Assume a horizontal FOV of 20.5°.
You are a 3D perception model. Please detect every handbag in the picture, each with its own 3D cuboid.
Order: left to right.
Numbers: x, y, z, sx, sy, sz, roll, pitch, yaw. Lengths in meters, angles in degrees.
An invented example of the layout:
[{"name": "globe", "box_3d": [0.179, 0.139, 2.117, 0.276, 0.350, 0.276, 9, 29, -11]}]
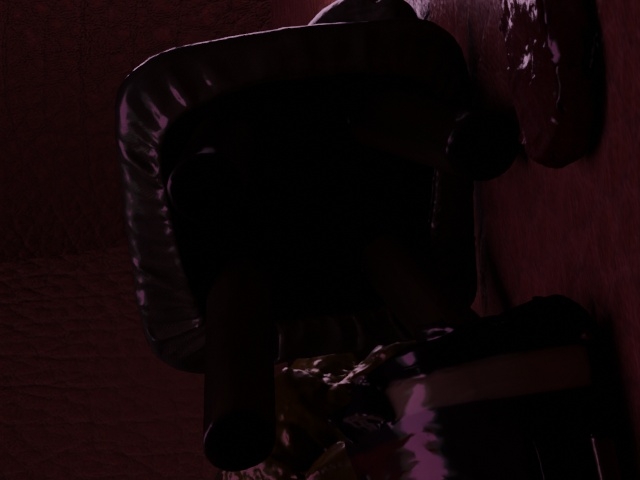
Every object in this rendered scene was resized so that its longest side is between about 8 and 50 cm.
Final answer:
[{"name": "handbag", "box_3d": [0.105, 0.143, 1.231, 0.254, 0.181, 0.181, 119, 141, -77]}]

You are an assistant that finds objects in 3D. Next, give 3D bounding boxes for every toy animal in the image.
[{"name": "toy animal", "box_3d": [0.053, -0.181, 1.795, 0.251, 0.127, 0.125, -30, -79, -80]}]

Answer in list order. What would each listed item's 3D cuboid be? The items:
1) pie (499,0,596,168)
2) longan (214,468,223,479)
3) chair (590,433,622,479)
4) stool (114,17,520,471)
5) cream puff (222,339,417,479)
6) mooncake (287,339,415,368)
[{"name": "pie", "box_3d": [0.146, -0.121, 1.142, 0.154, 0.036, 0.154, 172, 90, -85]}, {"name": "longan", "box_3d": [-0.008, 0.374, 2.283, 0.297, 0.297, 0.297, 172, 90, -85]}, {"name": "chair", "box_3d": [0.195, 0.190, 0.841, 0.095, 0.104, 0.222, 1, -95, -69]}, {"name": "stool", "box_3d": [0.000, 0.000, 1.448, 0.226, 0.310, 0.310, -114, 16, -64]}, {"name": "cream puff", "box_3d": [0.043, 0.257, 1.614, 0.274, 0.269, 0.323, 175, 87, -80]}, {"name": "mooncake", "box_3d": [0.041, 0.128, 2.010, 0.284, 0.155, 0.284, 173, 90, -87]}]
